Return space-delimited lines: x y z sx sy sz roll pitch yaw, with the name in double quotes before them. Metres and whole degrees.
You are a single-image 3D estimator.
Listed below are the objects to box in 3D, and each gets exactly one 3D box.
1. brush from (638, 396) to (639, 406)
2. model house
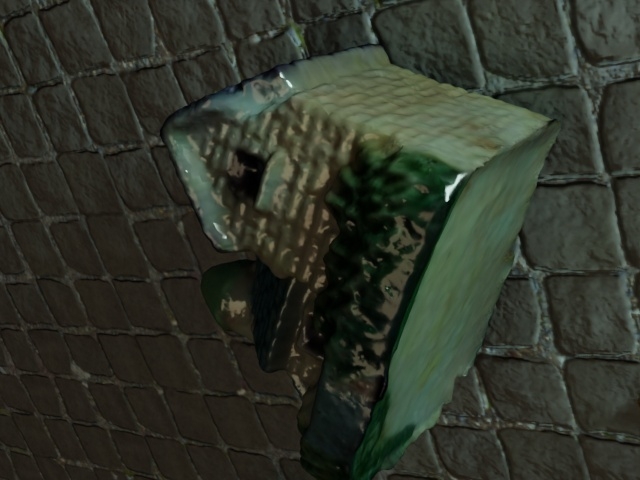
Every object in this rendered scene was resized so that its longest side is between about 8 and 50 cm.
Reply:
"brush" 0.339 0.147 0.749 0.169 0.014 0.043 8 124 37
"model house" 0.002 -0.001 0.765 0.284 0.243 0.299 30 121 26
